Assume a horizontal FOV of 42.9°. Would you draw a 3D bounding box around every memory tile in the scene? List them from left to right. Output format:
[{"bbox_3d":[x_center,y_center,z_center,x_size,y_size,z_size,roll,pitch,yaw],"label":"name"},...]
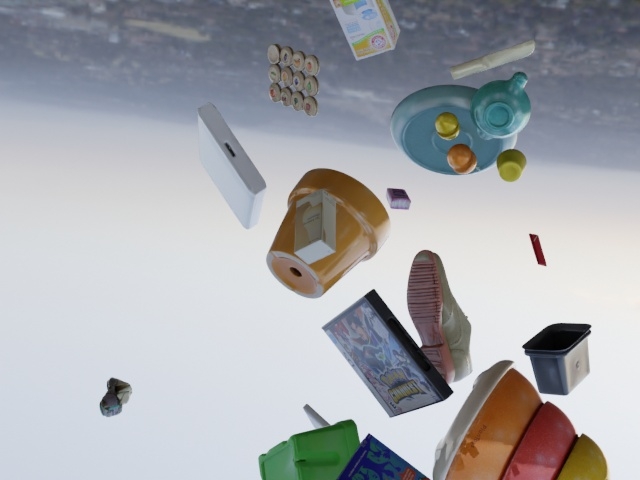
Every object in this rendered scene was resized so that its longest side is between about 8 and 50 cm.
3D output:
[{"bbox_3d":[-0.051,-0.295,1.491,0.012,0.113,0.148,-15,-150,-35],"label":"memory tile"}]

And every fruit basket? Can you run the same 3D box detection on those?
[{"bbox_3d":[0.070,0.627,1.945,0.392,0.392,0.283,-1,151,-42],"label":"fruit basket"}]

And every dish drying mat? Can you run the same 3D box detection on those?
[{"bbox_3d":[0.514,0.022,1.921,0.032,0.083,0.008,13,144,-34],"label":"dish drying mat"}]

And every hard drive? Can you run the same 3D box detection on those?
[{"bbox_3d":[-0.188,-0.145,1.699,0.040,0.203,0.307,-32,174,-13],"label":"hard drive"}]

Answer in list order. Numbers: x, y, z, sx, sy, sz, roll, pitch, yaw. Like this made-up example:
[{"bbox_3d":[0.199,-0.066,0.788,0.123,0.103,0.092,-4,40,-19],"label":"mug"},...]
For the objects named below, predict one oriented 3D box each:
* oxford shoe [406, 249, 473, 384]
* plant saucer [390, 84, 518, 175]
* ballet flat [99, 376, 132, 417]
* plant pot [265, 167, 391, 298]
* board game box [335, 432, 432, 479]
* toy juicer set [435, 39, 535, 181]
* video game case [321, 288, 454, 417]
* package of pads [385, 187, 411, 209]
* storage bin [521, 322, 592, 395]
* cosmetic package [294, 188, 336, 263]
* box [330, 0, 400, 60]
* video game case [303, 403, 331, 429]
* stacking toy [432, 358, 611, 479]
[{"bbox_3d":[0.351,0.217,2.350,0.146,0.397,0.140,-10,-175,-32],"label":"oxford shoe"},{"bbox_3d":[0.328,-0.258,2.027,0.318,0.043,0.317,9,147,6],"label":"plant saucer"},{"bbox_3d":[-0.299,0.229,1.208,0.041,0.041,0.114,5,-170,-8],"label":"ballet flat"},{"bbox_3d":[0.000,0.000,1.539,0.205,0.205,0.188,12,-128,35],"label":"plant pot"},{"bbox_3d":[0.138,0.511,1.633,0.210,0.047,0.160,36,-136,7],"label":"board game box"},{"bbox_3d":[0.366,-0.295,1.833,0.209,0.329,0.089,5,-152,14],"label":"toy juicer set"},{"bbox_3d":[0.126,0.238,1.653,0.035,0.248,0.275,-35,175,-25],"label":"video game case"},{"bbox_3d":[0.190,-0.102,1.996,0.050,0.032,0.083,5,-158,-7],"label":"package of pads"},{"bbox_3d":[0.414,0.209,1.423,0.098,0.091,0.135,-3,-167,41],"label":"storage bin"},{"bbox_3d":[-0.008,-0.024,1.358,0.060,0.115,0.041,-27,133,28],"label":"cosmetic package"},{"bbox_3d":[0.113,-0.582,2.078,0.114,0.203,0.103,-11,-143,25],"label":"box"},{"bbox_3d":[0.035,0.557,2.314,0.190,0.022,0.173,38,163,28],"label":"video game case"},{"bbox_3d":[0.526,0.525,1.848,0.480,0.350,0.350,30,-162,23],"label":"stacking toy"}]
